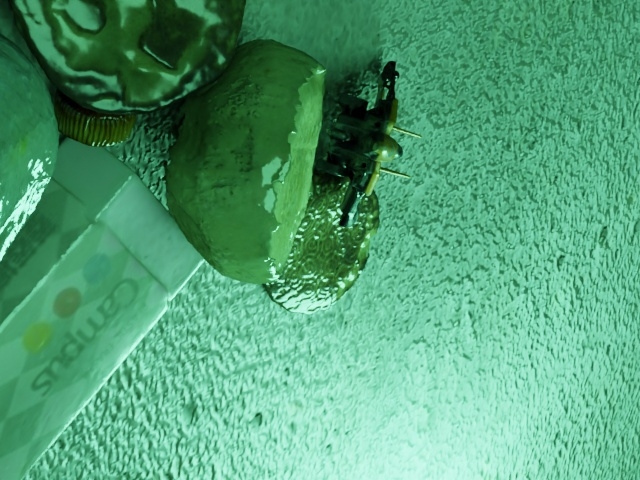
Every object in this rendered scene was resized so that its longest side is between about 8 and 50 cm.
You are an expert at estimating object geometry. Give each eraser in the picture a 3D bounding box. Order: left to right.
[{"bbox_3d":[-0.308,0.099,1.645,0.397,0.082,0.213,-50,140,-11],"label":"eraser"}]

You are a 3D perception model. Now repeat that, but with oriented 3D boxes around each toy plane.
[{"bbox_3d":[0.047,-0.106,1.772,0.316,0.103,0.204,-17,124,-82],"label":"toy plane"}]

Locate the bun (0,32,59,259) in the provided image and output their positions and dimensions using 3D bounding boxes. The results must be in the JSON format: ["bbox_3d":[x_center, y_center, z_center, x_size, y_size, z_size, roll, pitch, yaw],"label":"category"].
[{"bbox_3d":[-0.382,-0.038,1.287,0.362,0.362,0.211,-28,112,-33],"label":"bun"}]

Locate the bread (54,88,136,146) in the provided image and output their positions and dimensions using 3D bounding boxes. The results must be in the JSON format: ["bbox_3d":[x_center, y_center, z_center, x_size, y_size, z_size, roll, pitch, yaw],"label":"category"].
[{"bbox_3d":[-0.223,-0.133,1.593,0.085,0.085,0.053,-19,134,-38],"label":"bread"}]

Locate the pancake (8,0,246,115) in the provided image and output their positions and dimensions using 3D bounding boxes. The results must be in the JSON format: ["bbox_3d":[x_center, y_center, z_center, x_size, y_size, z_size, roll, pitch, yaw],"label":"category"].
[{"bbox_3d":[-0.182,-0.265,1.539,0.294,0.049,0.294,-7,101,-37],"label":"pancake"}]

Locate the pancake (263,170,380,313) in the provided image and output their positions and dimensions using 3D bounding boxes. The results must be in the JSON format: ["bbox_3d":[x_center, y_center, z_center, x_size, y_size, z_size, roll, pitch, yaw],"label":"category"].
[{"bbox_3d":[0.001,0.001,1.955,0.199,0.021,0.199,-25,129,-35],"label":"pancake"}]

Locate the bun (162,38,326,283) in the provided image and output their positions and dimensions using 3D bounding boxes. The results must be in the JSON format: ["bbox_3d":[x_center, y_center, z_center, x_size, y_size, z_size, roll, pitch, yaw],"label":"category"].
[{"bbox_3d":[-0.086,-0.087,1.677,0.259,0.152,0.259,13,90,-82],"label":"bun"}]
